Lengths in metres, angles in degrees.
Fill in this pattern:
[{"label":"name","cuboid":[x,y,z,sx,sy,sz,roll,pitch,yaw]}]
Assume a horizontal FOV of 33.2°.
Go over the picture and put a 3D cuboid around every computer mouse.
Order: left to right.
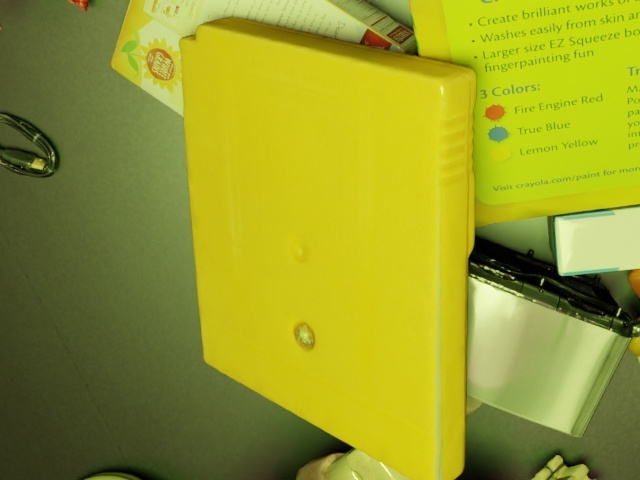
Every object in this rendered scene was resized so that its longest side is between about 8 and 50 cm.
[{"label":"computer mouse","cuboid":[-0.368,-0.098,1.018,0.242,0.041,0.071,9,103,6]}]

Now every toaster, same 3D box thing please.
[{"label":"toaster","cuboid":[0.165,0.071,0.903,0.168,0.186,0.110,21,101,3]}]

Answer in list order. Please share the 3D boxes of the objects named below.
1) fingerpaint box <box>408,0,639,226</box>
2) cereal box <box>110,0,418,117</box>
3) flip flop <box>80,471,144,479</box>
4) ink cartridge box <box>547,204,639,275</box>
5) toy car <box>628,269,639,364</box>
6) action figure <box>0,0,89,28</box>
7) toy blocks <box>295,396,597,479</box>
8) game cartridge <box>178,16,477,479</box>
[{"label":"fingerpaint box","cuboid":[0.282,-0.215,0.748,0.444,0.163,0.371,-8,136,11]},{"label":"cereal box","cuboid":[-0.053,-0.158,0.908,0.240,0.047,0.173,35,126,9]},{"label":"flip flop","cuboid":[-0.165,0.319,1.014,0.277,0.080,0.112,35,120,35]},{"label":"ink cartridge box","cuboid":[0.239,-0.010,0.905,0.088,0.122,0.052,-6,98,9]},{"label":"toy car","cuboid":[0.350,0.050,0.906,0.182,0.159,0.136,1,66,9]},{"label":"action figure","cuboid":[-0.209,-0.256,0.926,0.280,0.091,0.139,-16,83,12]},{"label":"toy blocks","cuboid":[0.074,0.312,0.983,0.289,0.309,0.260,51,138,7]},{"label":"game cartridge","cuboid":[0.000,0.000,0.846,0.285,0.052,0.324,22,122,41]}]
